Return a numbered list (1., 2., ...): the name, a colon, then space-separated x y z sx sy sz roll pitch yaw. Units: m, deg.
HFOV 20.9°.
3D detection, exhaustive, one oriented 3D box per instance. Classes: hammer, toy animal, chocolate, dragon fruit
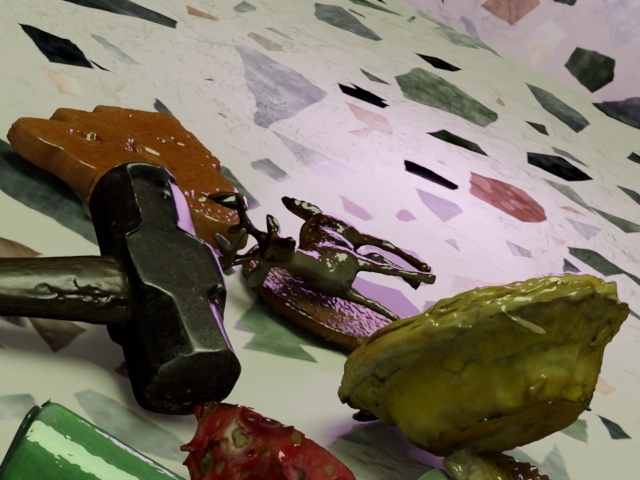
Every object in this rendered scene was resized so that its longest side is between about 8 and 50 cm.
1. hammer: -0.279 0.040 1.500 0.409 0.095 0.242 2 46 -28
2. toy animal: -0.008 0.018 1.840 0.260 0.087 0.243 22 8 -5
3. chocolate: -0.101 0.227 1.270 0.291 0.110 0.110 29 21 1
4. dragon fruit: -0.053 0.211 1.379 0.153 0.111 0.153 28 -19 11

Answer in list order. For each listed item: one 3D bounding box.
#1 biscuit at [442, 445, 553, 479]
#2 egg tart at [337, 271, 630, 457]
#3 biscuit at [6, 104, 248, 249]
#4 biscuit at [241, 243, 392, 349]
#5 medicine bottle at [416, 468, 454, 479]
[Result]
1. biscuit: 0.187 0.234 1.593 0.176 0.031 0.228 36 9 -7
2. egg tart: 0.161 0.128 1.602 0.295 0.295 0.116 2 62 -46
3. biscuit: -0.199 -0.082 1.947 0.284 0.043 0.306 26 20 -2
4. biscuit: -0.008 0.068 1.838 0.206 0.025 0.126 32 22 19
5. medicine bottle: 0.119 0.245 1.541 0.047 0.047 0.083 3 32 -46
